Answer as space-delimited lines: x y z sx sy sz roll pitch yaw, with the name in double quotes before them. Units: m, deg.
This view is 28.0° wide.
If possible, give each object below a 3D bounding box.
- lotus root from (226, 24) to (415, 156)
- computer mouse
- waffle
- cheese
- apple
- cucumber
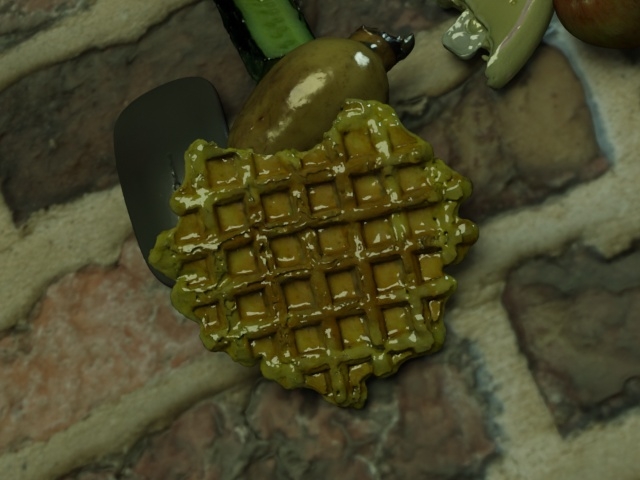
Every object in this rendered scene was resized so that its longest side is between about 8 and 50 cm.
"lotus root" 0.002 -0.123 1.188 0.118 0.125 0.221 41 90 -10
"computer mouse" -0.135 -0.063 1.252 0.120 0.057 0.232 -22 62 10
"waffle" 0.000 0.000 1.113 0.291 0.051 0.291 0 91 -3
"cheese" 0.201 -0.257 1.221 0.235 0.050 0.127 -46 60 -3
"apple" 0.271 -0.231 1.150 0.126 0.102 0.126 -28 53 44
"cucumber" -0.071 -0.233 1.307 0.078 0.062 0.211 -12 52 -24
